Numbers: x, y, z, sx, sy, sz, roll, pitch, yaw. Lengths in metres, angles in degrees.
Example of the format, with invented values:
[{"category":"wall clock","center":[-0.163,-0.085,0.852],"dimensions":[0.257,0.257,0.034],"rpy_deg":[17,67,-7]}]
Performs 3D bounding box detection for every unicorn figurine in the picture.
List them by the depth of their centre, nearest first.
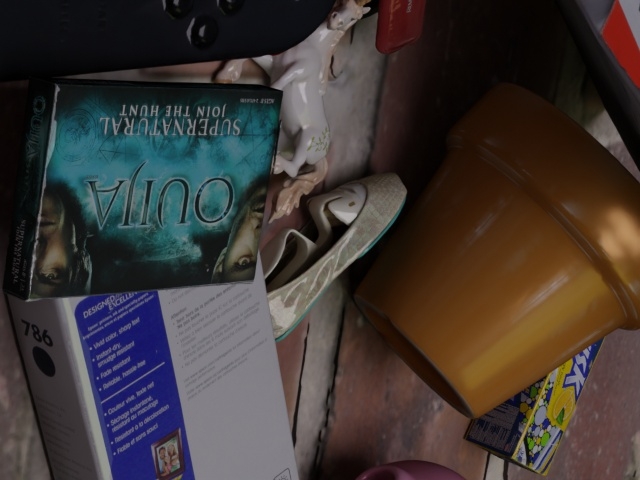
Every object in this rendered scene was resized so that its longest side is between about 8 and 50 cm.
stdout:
[{"category":"unicorn figurine","center":[-0.016,-0.100,1.275],"dimensions":[0.111,0.060,0.162],"rpy_deg":[-29,141,-39]}]

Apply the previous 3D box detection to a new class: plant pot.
[{"category":"plant pot","center":[0.134,0.022,1.392],"dimensions":[0.188,0.205,0.205],"rpy_deg":[-44,135,-6]}]

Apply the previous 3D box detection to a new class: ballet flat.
[{"category":"ballet flat","center":[0.000,0.000,1.326],"dimensions":[0.168,0.057,0.052],"rpy_deg":[-50,126,-24]}]

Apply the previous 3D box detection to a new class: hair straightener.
[{"category":"hair straightener","center":[0.035,-0.235,1.253],"dimensions":[0.047,0.089,0.230],"rpy_deg":[-26,141,-22]}]

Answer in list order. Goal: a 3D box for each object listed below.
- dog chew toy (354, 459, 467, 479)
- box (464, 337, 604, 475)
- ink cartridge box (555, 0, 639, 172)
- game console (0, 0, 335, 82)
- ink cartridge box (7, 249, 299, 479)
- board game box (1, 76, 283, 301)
[{"category":"dog chew toy","center":[0.106,0.300,1.456],"dimensions":[0.206,0.206,0.332],"rpy_deg":[-45,126,-27]},{"category":"box","center":[0.185,0.103,1.570],"dimensions":[0.059,0.054,0.169],"rpy_deg":[32,81,-49]},{"category":"ink cartridge box","center":[0.258,-0.098,1.349],"dimensions":[0.091,0.385,0.308],"rpy_deg":[-28,134,6]},{"category":"game console","center":[-0.105,-0.289,1.096],"dimensions":[0.342,0.060,0.387],"rpy_deg":[-13,113,-45]},{"category":"ink cartridge box","center":[-0.105,0.085,1.234],"dimensions":[0.165,0.065,0.333],"rpy_deg":[-32,127,-37]},{"category":"board game box","center":[-0.101,-0.031,1.124],"dimensions":[0.186,0.026,0.126],"rpy_deg":[-4,107,-48]}]
